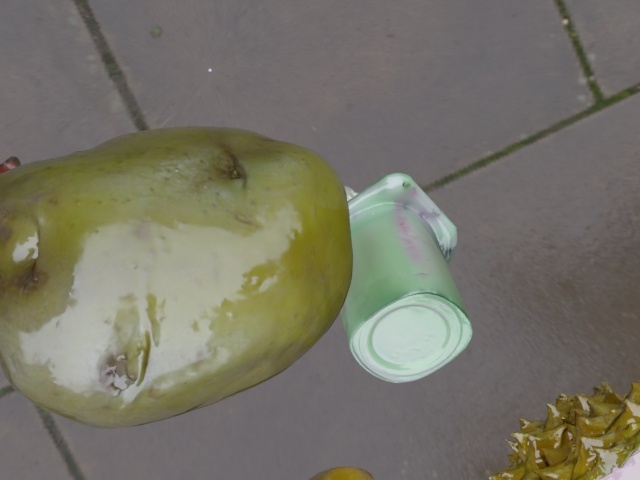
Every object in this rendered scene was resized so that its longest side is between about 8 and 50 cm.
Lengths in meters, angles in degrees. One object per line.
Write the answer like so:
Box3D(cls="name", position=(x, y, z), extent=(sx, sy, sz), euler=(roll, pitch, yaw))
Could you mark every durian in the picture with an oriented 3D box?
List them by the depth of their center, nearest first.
Box3D(cls="durian", position=(0.254, 0.172, 0.844), extent=(0.305, 0.195, 0.185), euler=(-23, 63, 13))

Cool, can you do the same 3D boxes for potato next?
Box3D(cls="potato", position=(-0.077, 0.012, 0.561), extent=(0.201, 0.137, 0.154), euler=(-10, 64, -27))

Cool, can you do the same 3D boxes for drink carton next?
Box3D(cls="drink carton", position=(0.072, 0.049, 1.060), extent=(0.146, 0.142, 0.144), euler=(-35, 130, 15))

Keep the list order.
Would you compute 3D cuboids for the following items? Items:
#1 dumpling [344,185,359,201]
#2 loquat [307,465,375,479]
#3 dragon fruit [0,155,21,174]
Box3D(cls="dumpling", position=(-0.002, 0.001, 1.737), extent=(0.169, 0.100, 0.134), euler=(-33, 105, -44))
Box3D(cls="loquat", position=(0.017, 0.290, 1.081), extent=(0.113, 0.137, 0.137), euler=(23, 97, 21))
Box3D(cls="dragon fruit", position=(-0.546, -0.039, 1.792), extent=(0.182, 0.189, 0.182), euler=(7, 106, 27))
